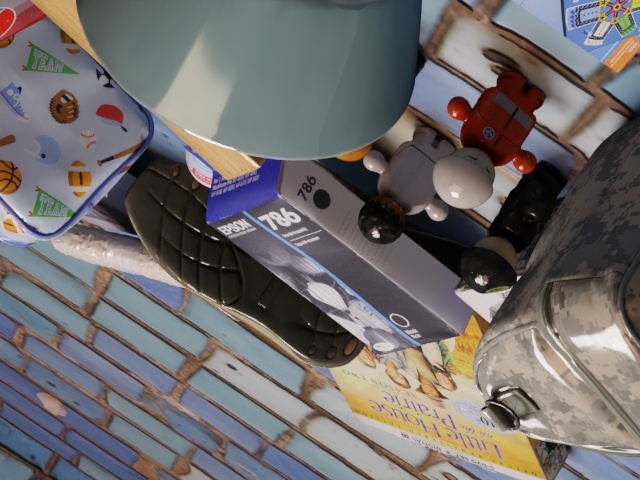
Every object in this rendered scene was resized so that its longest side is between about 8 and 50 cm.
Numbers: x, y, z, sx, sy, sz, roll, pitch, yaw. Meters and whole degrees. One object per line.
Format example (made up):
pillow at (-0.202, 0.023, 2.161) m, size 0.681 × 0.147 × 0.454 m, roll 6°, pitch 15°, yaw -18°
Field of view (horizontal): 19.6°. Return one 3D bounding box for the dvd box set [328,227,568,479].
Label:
dvd box set at (0.113, 0.125, 2.251) m, size 0.308 × 0.062 × 0.420 m, roll 17°, pitch 150°, yaw 34°

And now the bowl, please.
bowl at (-0.036, -0.234, 1.558) m, size 0.311 × 0.311 × 0.163 m, roll 32°, pitch 136°, yaw 4°

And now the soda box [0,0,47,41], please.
soda box at (-0.410, -0.234, 1.959) m, size 0.083 × 0.263 × 0.092 m, roll 57°, pitch 170°, yaw 17°

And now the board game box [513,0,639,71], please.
board game box at (0.238, -0.242, 1.479) m, size 0.145 × 0.027 × 0.281 m, roll 35°, pitch 155°, yaw 0°

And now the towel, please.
towel at (-0.205, 0.028, 2.317) m, size 0.187 × 0.049 × 0.282 m, roll 14°, pitch 179°, yaw 18°

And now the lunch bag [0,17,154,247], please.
lunch bag at (-0.345, -0.153, 2.105) m, size 0.303 × 0.243 × 0.115 m, roll 47°, pitch 154°, yaw -15°

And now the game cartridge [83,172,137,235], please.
game cartridge at (-0.317, -0.079, 2.322) m, size 0.196 × 0.060 × 0.294 m, roll 19°, pitch 171°, yaw 37°

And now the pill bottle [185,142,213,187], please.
pill bottle at (-0.105, -0.128, 2.028) m, size 0.087 × 0.087 × 0.160 m, roll 29°, pitch 155°, yaw 10°

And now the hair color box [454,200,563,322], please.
hair color box at (0.325, 0.106, 1.907) m, size 0.339 × 0.110 × 0.185 m, roll 39°, pitch 157°, yaw -15°

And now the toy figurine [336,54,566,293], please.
toy figurine at (0.117, -0.067, 1.796) m, size 0.209 × 0.148 × 0.213 m, roll 20°, pitch 152°, yaw 28°

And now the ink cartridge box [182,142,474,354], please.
ink cartridge box at (0.000, 0.000, 1.988) m, size 0.333 × 0.065 × 0.165 m, roll 39°, pitch 153°, yaw -18°

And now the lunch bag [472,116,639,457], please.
lunch bag at (0.285, 0.032, 1.599) m, size 0.212 × 0.305 × 0.256 m, roll 47°, pitch 149°, yaw -21°

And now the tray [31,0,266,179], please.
tray at (-0.164, -0.269, 1.706) m, size 0.411 × 0.203 × 0.076 m, roll 43°, pitch 153°, yaw -19°

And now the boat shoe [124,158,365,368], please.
boat shoe at (-0.092, 0.037, 2.141) m, size 0.324 × 0.122 × 0.120 m, roll 41°, pitch 170°, yaw -4°
